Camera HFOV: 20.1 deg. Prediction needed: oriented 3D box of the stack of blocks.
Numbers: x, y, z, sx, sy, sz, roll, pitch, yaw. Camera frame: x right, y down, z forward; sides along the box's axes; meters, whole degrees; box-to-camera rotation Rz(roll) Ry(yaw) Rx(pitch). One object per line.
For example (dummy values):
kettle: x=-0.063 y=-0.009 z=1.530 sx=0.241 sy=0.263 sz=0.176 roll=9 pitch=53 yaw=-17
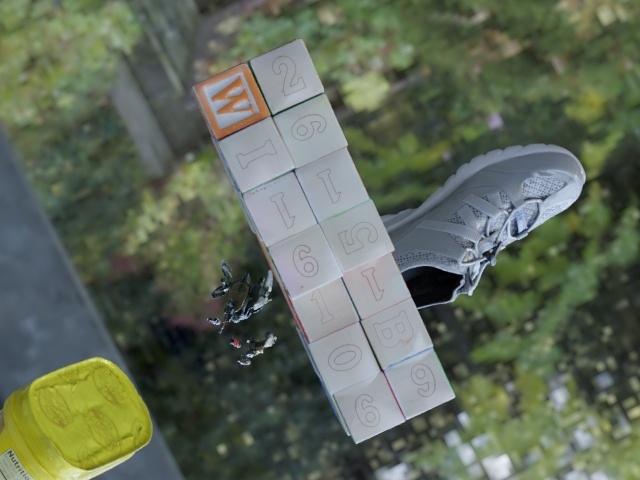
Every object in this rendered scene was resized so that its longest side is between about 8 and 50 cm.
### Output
stack of blocks: x=0.000 y=0.000 z=1.391 sx=0.087 sy=0.297 sz=0.171 roll=-24 pitch=-174 yaw=-3

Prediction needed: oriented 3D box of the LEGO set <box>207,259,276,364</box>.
LEGO set: x=-0.048 y=0.048 z=1.196 sx=0.054 sy=0.083 sz=0.023 roll=-26 pitch=143 yaw=30

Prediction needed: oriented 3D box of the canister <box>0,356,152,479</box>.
canister: x=-0.213 y=0.157 z=1.225 sx=0.170 sy=0.073 sz=0.126 roll=-35 pitch=174 yaw=23

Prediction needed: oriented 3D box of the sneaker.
sneaker: x=0.140 y=0.008 z=1.757 sx=0.281 sy=0.115 sz=0.105 roll=-29 pitch=137 yaw=-3
